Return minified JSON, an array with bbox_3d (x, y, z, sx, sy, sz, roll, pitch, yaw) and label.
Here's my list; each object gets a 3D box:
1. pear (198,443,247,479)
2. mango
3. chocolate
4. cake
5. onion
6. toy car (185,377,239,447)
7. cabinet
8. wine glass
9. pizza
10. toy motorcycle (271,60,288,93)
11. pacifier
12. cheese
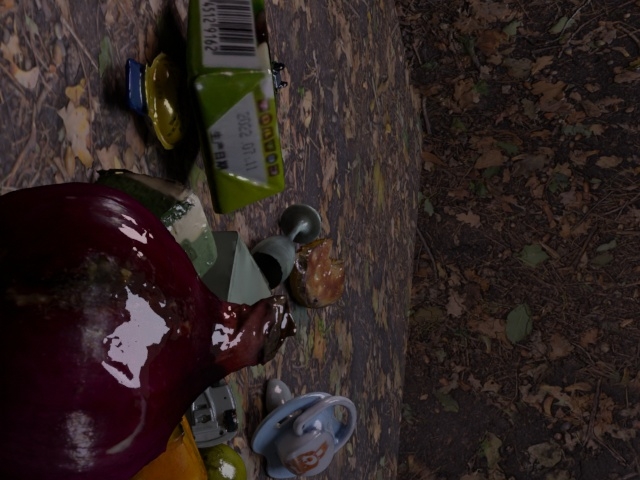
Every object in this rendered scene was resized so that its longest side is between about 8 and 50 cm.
[{"bbox_3d":[-0.181,0.395,1.759,0.131,0.107,0.107,47,40,-44],"label":"pear"},{"bbox_3d":[-0.234,0.349,1.514,0.187,0.138,0.257,-100,-178,-57],"label":"mango"},{"bbox_3d":[-0.143,-0.248,1.772,0.301,0.137,0.289,-96,-179,-46],"label":"chocolate"},{"bbox_3d":[-0.253,0.048,1.409,0.284,0.172,0.158,-74,155,-44],"label":"cake"},{"bbox_3d":[-0.211,0.099,1.108,0.348,0.385,0.348,179,-90,-77],"label":"onion"},{"bbox_3d":[-0.195,0.274,1.754,0.112,0.112,0.139,91,-11,-83],"label":"toy car"},{"bbox_3d":[-0.181,0.096,1.719,0.206,0.145,0.150,64,27,-58],"label":"cabinet"},{"bbox_3d":[0.000,0.000,2.198,0.309,0.264,0.096,-55,134,-66],"label":"wine glass"},{"bbox_3d":[-0.018,0.079,2.478,0.161,0.085,0.305,-64,156,-14],"label":"pizza"},{"bbox_3d":[-0.123,-0.315,2.101,0.173,0.100,0.058,-71,154,-60],"label":"toy motorcycle"},{"bbox_3d":[-0.051,0.377,2.206,0.207,0.227,0.279,49,-14,38],"label":"pacifier"},{"bbox_3d":[-0.255,-0.226,1.634,0.250,0.064,0.157,23,65,-77],"label":"cheese"}]
